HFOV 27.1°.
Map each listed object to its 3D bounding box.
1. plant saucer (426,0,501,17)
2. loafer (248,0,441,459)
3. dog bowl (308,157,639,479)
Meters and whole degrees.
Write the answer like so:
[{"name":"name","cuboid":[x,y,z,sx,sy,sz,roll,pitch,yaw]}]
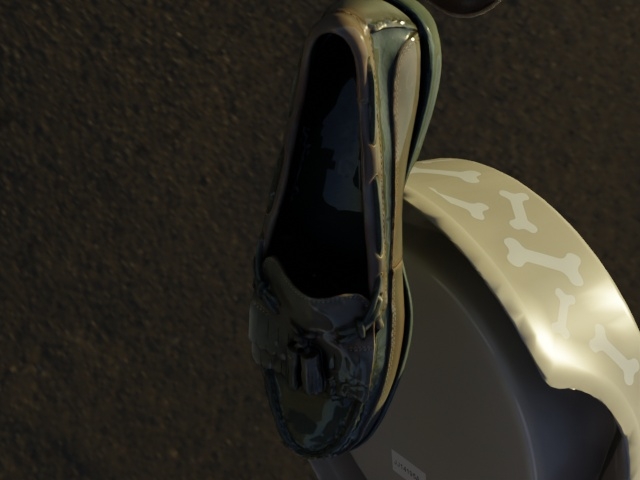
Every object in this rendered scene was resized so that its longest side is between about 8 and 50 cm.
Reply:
[{"name":"plant saucer","cuboid":[0.121,-0.347,1.125,0.050,0.310,0.310,-14,124,-19]},{"name":"loafer","cuboid":[0.000,0.000,0.710,0.084,0.096,0.267,-29,129,-63]},{"name":"dog bowl","cuboid":[0.093,0.101,0.928,0.102,0.349,0.348,-23,128,-28]}]
